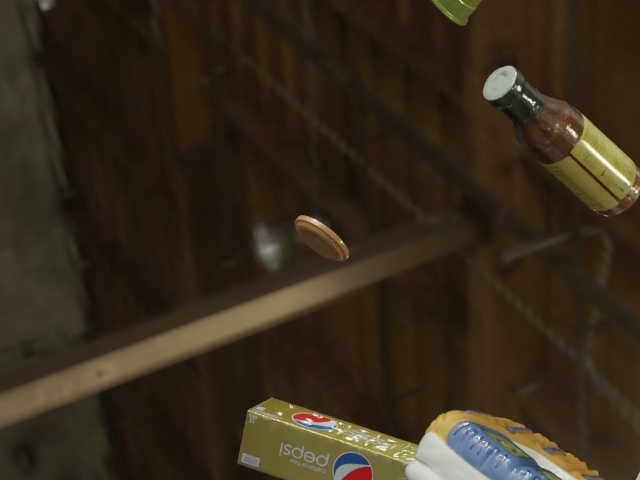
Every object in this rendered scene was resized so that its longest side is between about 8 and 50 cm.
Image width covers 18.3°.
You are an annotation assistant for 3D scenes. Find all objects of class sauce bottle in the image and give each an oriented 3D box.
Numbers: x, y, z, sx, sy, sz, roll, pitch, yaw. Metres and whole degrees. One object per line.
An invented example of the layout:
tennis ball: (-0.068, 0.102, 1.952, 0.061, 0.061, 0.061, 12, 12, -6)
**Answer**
sauce bottle: (0.150, -0.063, 1.230, 0.128, 0.042, 0.042, 40, -1, -34)

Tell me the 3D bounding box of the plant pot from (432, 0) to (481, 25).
plant pot: (0.146, -0.266, 1.941, 0.079, 0.083, 0.083, -36, -111, 24)

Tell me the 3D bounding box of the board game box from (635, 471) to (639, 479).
board game box: (0.355, 0.345, 1.597, 0.319, 0.318, 0.066, 25, -24, 18)

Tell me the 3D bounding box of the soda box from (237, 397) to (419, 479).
soda box: (0.017, 0.207, 1.897, 0.181, 0.061, 0.058, 17, -76, 19)

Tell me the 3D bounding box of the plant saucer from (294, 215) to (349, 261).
plant saucer: (0.000, 0.000, 2.574, 0.083, 0.013, 0.083, 34, -18, 13)

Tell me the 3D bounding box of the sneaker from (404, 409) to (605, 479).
sneaker: (0.137, 0.199, 0.893, 0.296, 0.112, 0.131, 36, -78, 44)
